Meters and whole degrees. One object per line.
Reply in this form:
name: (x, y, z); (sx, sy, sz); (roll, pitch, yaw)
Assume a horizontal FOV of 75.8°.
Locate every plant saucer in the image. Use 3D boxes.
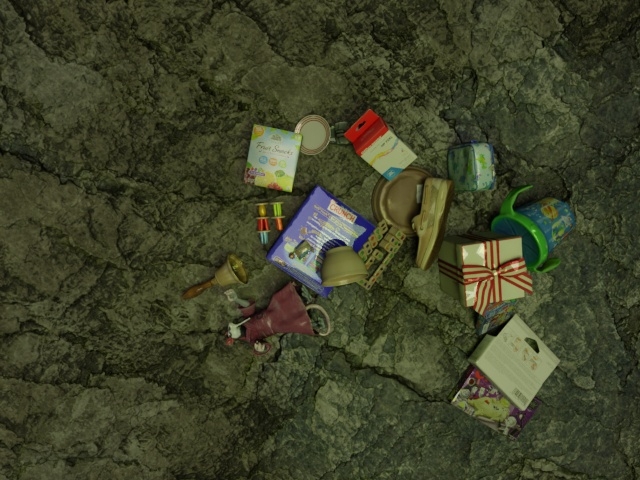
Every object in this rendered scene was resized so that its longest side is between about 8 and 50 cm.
plant saucer: (0.332, -0.147, 1.553); (0.278, 0.041, 0.277); (-1, 96, -7)

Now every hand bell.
hand bell: (-0.395, 0.155, 1.480); (0.242, 0.126, 0.126); (-28, 100, 9)

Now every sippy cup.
sippy cup: (0.810, -0.049, 1.544); (0.224, 0.240, 0.305); (-31, 139, -13)

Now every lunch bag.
lunch bag: (0.536, -0.264, 1.471); (0.090, 0.219, 0.176); (-9, 98, -7)

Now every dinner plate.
dinner plate: (-0.028, -0.376, 1.466); (0.141, 0.017, 0.141); (2, 94, 21)

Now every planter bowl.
planter bowl: (0.073, 0.082, 1.381); (0.162, 0.162, 0.109); (-9, 74, -6)

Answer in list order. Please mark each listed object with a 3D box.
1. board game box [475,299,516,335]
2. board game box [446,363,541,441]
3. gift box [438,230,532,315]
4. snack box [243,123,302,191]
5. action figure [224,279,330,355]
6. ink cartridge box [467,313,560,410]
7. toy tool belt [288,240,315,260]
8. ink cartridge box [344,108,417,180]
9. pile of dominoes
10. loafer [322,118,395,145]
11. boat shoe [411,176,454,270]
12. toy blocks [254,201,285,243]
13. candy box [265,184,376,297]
board game box: (0.673, 0.289, 1.589); (0.136, 0.035, 0.201); (-26, 144, -4)
board game box: (0.720, 0.664, 1.705); (0.347, 0.056, 0.208); (32, 88, -10)
gift box: (0.598, 0.114, 1.509); (0.255, 0.258, 0.276); (-13, 98, -5)
snack box: (-0.165, -0.287, 1.448); (0.175, 0.070, 0.207); (11, 95, -2)
action figure: (-0.187, 0.284, 1.503); (0.370, 0.276, 0.248); (-24, 69, 14)
ink cartridge box: (0.779, 0.482, 1.650); (0.296, 0.066, 0.261); (45, 79, -8)
toy tool belt: (-0.063, 0.045, 1.400); (0.083, 0.052, 0.051); (-43, 90, 2)
ink cartridge box: (0.209, -0.329, 1.434); (0.231, 0.078, 0.134); (32, 120, -31)
pile of dominoes: (0.212, 0.062, 1.507); (0.251, 0.040, 0.196); (-55, 139, 2)
loafer: (0.136, -0.394, 1.472); (0.268, 0.084, 0.096); (-7, 98, -6)
boat shoe: (0.396, -0.060, 1.505); (0.110, 0.122, 0.340); (15, 93, 28)
toy blocks: (-0.178, -0.062, 1.469); (0.123, 0.054, 0.148); (0, 99, 32)
candy box: (0.000, 0.000, 1.488); (0.268, 0.122, 0.317); (35, 94, -10)
